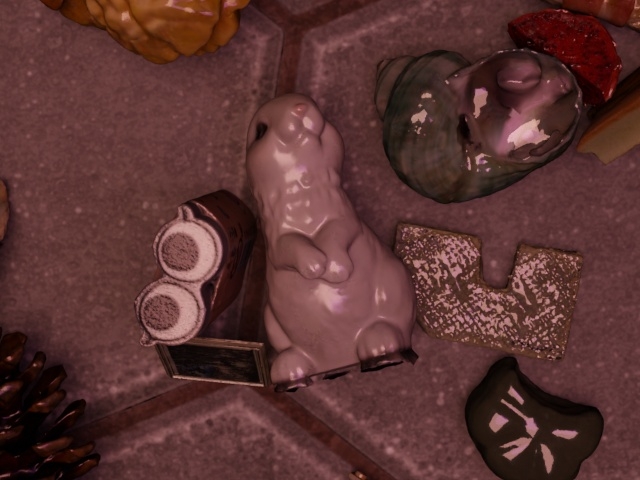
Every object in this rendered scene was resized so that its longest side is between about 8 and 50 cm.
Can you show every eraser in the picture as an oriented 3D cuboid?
[{"bbox_3d":[-0.144,0.031,1.589,0.087,0.290,0.171,16,97,3],"label":"eraser"}]

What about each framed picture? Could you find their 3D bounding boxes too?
[{"bbox_3d":[-0.136,0.154,1.664,0.142,0.183,0.011,5,68,3],"label":"framed picture"}]

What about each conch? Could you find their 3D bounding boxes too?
[{"bbox_3d":[0.175,-0.150,1.615,0.277,0.195,0.220,31,119,29],"label":"conch"}]

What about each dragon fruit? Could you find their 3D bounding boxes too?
[{"bbox_3d":[0.317,-0.228,1.633,0.162,0.106,0.083,36,81,25],"label":"dragon fruit"}]

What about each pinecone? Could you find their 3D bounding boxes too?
[{"bbox_3d":[-0.401,0.259,1.660,0.244,0.244,0.309,-8,87,4],"label":"pinecone"}]

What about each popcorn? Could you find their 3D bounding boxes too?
[{"bbox_3d":[-0.195,-0.342,1.604,0.332,0.225,0.264,-24,82,27],"label":"popcorn"}]

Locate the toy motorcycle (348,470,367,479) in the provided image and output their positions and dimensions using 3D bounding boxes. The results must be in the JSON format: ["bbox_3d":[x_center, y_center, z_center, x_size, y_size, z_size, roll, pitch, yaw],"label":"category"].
[{"bbox_3d":[0.120,0.377,1.715,0.229,0.094,0.129,32,92,13],"label":"toy motorcycle"}]

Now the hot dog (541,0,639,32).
[{"bbox_3d":[0.354,-0.330,1.616,0.262,0.093,0.123,22,133,3],"label":"hot dog"}]

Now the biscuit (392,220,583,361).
[{"bbox_3d":[0.208,0.063,1.693,0.250,0.046,0.147,12,97,2],"label":"biscuit"}]

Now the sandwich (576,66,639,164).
[{"bbox_3d":[0.420,-0.200,1.621,0.063,0.245,0.212,50,131,-6],"label":"sandwich"}]

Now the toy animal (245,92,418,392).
[{"bbox_3d":[0.000,0.000,1.620,0.194,0.258,0.357,-16,84,6],"label":"toy animal"}]

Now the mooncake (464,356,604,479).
[{"bbox_3d":[0.273,0.232,1.681,0.175,0.104,0.168,-2,90,1],"label":"mooncake"}]

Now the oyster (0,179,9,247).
[{"bbox_3d":[-0.546,0.041,1.712,0.351,0.115,0.238,-42,83,2],"label":"oyster"}]
